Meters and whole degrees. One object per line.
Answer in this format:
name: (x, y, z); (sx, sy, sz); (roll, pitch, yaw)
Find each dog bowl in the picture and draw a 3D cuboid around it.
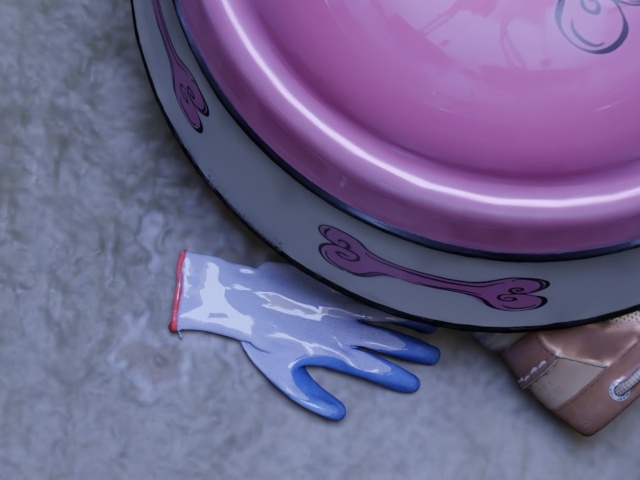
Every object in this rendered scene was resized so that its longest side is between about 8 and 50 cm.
dog bowl: (0.100, -0.163, 0.988); (0.408, 0.150, 0.408); (0, 82, -1)

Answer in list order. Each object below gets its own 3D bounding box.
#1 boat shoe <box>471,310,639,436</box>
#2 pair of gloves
boat shoe: (0.238, -0.009, 1.104); (0.324, 0.123, 0.116); (-35, 86, -3)
pair of gloves: (0.000, 0.000, 1.118); (0.159, 0.023, 0.198); (12, 75, -3)
